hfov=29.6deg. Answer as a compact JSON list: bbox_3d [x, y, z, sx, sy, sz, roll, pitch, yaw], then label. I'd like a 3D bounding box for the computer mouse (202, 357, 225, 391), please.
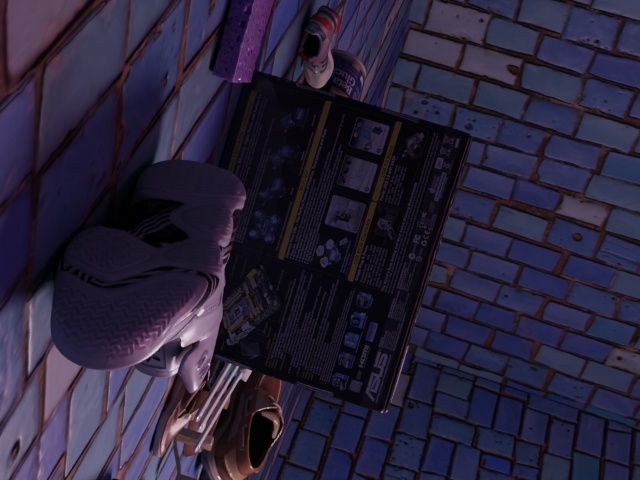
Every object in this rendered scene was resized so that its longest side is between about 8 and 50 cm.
[{"bbox_3d":[-0.182,0.159,1.866,0.242,0.041,0.071,90,19,-52],"label":"computer mouse"}]

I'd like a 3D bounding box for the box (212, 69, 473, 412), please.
[{"bbox_3d":[0.000,0.000,1.650,0.097,0.318,0.394,-15,121,-84],"label":"box"}]

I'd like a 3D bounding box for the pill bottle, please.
[{"bbox_3d":[0.015,-0.252,2.161,0.094,0.094,0.169,99,10,-57],"label":"pill bottle"}]

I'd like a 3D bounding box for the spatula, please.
[{"bbox_3d":[-0.141,0.219,1.935,0.168,0.019,0.242,103,14,-56],"label":"spatula"}]

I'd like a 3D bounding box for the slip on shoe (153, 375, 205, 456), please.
[{"bbox_3d":[-0.212,0.261,1.811,0.051,0.041,0.135,96,13,-66],"label":"slip on shoe"}]

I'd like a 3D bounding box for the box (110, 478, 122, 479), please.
[{"bbox_3d":[-0.289,0.419,1.498,0.175,0.051,0.220,11,96,-84],"label":"box"}]

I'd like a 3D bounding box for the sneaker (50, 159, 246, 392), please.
[{"bbox_3d":[-0.165,0.075,1.176,0.366,0.137,0.210,-69,172,-64],"label":"sneaker"}]

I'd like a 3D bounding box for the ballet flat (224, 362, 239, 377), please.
[{"bbox_3d":[-0.154,0.149,2.005,0.206,0.073,0.067,105,-22,-50],"label":"ballet flat"}]

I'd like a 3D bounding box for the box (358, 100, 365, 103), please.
[{"bbox_3d":[0.021,-0.131,2.712,0.257,0.079,0.321,94,15,-75],"label":"box"}]

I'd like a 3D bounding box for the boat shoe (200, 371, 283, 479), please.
[{"bbox_3d":[-0.126,0.364,2.401,0.123,0.116,0.324,62,29,-26],"label":"boat shoe"}]

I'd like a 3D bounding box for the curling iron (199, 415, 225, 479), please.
[{"bbox_3d":[-0.226,0.482,2.400,0.068,0.035,0.274,82,26,-76],"label":"curling iron"}]

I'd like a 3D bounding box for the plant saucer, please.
[{"bbox_3d":[-0.200,0.307,2.150,0.168,0.029,0.168,17,90,-85],"label":"plant saucer"}]

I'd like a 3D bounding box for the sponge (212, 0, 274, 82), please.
[{"bbox_3d":[-0.078,-0.292,1.442,0.117,0.031,0.210,-40,147,-80],"label":"sponge"}]

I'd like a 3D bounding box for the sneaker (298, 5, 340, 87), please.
[{"bbox_3d":[-0.014,-0.305,1.985,0.075,0.057,0.161,-47,161,-37],"label":"sneaker"}]

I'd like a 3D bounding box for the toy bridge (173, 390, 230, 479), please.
[{"bbox_3d":[-0.204,0.321,1.958,0.026,0.063,0.188,101,7,-49],"label":"toy bridge"}]
